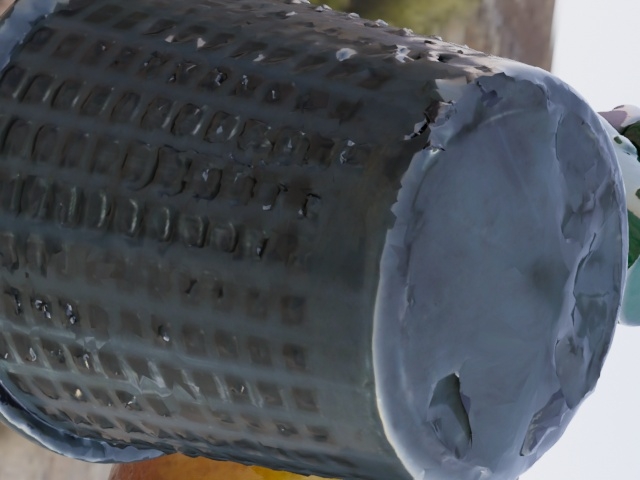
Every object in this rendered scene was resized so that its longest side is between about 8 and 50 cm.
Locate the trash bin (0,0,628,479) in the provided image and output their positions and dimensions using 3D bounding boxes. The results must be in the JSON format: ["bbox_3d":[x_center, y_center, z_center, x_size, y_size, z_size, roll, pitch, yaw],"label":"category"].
[{"bbox_3d":[0.000,0.000,0.498,0.175,0.161,0.175,-14,109,-46],"label":"trash bin"}]

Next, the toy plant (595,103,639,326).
[{"bbox_3d":[0.124,-0.035,1.009,0.232,0.243,0.112,-47,147,-51],"label":"toy plant"}]

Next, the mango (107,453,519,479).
[{"bbox_3d":[-0.006,0.196,0.728,0.201,0.199,0.350,58,34,-67],"label":"mango"}]
